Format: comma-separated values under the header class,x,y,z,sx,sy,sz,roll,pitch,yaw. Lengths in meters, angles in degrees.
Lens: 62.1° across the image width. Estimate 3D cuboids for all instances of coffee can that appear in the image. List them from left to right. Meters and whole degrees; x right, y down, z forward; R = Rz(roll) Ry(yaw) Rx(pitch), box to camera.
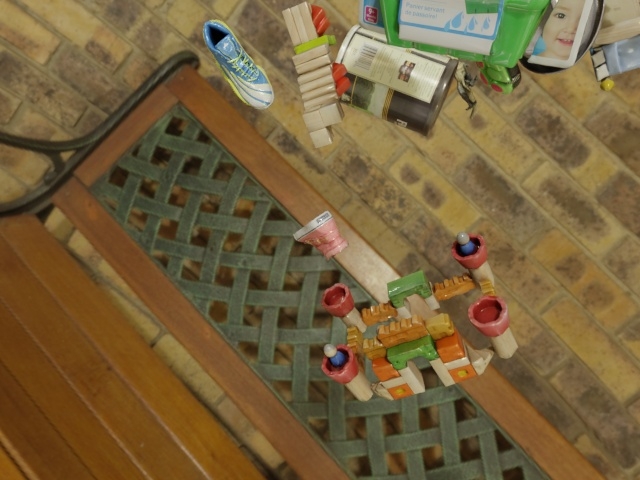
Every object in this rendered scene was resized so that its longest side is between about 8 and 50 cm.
class,x,y,z,sx,sy,sz,roll,pitch,yaw
coffee can,0.187,-0.410,1.365,0.275,0.202,0.201,24,14,9

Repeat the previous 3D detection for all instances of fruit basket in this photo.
class,x,y,z,sx,sy,sz,roll,pitch,yaw
fruit basket,0.187,-0.402,0.646,0.327,0.353,0.165,20,53,21

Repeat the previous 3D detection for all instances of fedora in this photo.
class,x,y,z,sx,sy,sz,roll,pitch,yaw
fedora,0.523,-0.532,1.243,0.124,0.276,0.243,-2,-2,-33

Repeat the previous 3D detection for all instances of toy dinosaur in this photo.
class,x,y,z,sx,sy,sz,roll,pitch,yaw
toy dinosaur,0.428,-0.452,1.563,0.268,0.064,0.118,56,16,-33

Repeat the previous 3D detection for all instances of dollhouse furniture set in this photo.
class,x,y,z,sx,sy,sz,roll,pitch,yaw
dollhouse furniture set,1.022,-0.622,1.701,0.303,0.286,0.198,54,41,-36

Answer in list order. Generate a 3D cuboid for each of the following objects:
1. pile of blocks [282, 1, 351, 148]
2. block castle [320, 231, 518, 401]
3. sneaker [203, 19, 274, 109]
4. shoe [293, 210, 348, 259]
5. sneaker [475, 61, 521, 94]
class,x,y,z,sx,sy,sz,roll,pitch,yaw
pile of blocks,0.014,-0.398,1.252,0.149,0.112,0.362,10,68,-68
block castle,0.220,0.183,1.303,0.213,0.453,0.303,54,23,-35
sneaker,-0.203,-0.412,1.249,0.240,0.091,0.126,51,9,-6
shoe,0.000,0.000,1.054,0.081,0.063,0.178,57,-17,-1
sneaker,0.570,-0.653,1.626,0.185,0.202,0.483,57,33,-53
